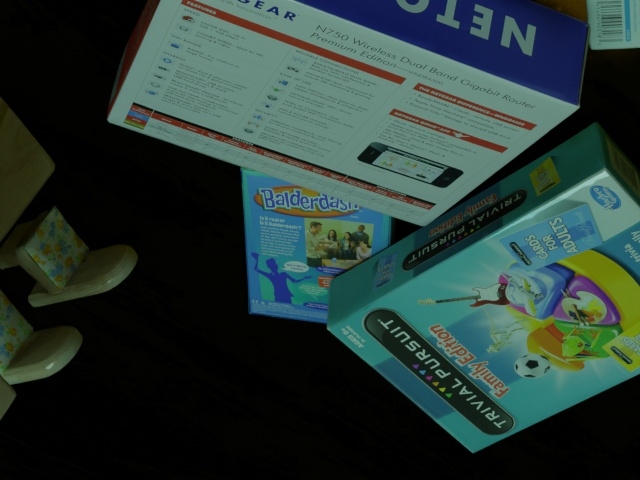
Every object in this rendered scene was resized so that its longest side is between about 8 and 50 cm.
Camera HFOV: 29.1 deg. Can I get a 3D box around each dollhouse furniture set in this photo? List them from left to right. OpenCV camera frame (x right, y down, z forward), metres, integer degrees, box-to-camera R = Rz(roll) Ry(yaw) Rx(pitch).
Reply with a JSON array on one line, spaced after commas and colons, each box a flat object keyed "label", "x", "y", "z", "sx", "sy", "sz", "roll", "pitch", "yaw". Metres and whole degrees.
[{"label": "dollhouse furniture set", "x": -0.362, "y": 0.005, "z": 1.181, "sx": 0.256, "sy": 0.394, "sz": 0.362, "roll": -13, "pitch": 125, "yaw": 36}]

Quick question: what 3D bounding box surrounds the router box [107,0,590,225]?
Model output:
[{"label": "router box", "x": 0.010, "y": -0.142, "z": 1.066, "sx": 0.335, "sy": 0.082, "sz": 0.301, "roll": 18, "pitch": 157, "yaw": -15}]

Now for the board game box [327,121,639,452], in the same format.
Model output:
[{"label": "board game box", "x": 0.215, "y": 0.064, "z": 1.267, "sx": 0.336, "sy": 0.079, "sz": 0.254, "roll": -32, "pitch": 121, "yaw": 28}]

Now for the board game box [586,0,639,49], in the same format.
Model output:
[{"label": "board game box", "x": 0.359, "y": -0.272, "z": 0.957, "sx": 0.303, "sy": 0.097, "sz": 0.224, "roll": 2, "pitch": 132, "yaw": 18}]

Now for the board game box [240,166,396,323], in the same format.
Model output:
[{"label": "board game box", "x": 0.000, "y": 0.000, "z": 1.323, "sx": 0.160, "sy": 0.047, "sz": 0.210, "roll": 8, "pitch": 132, "yaw": 8}]
